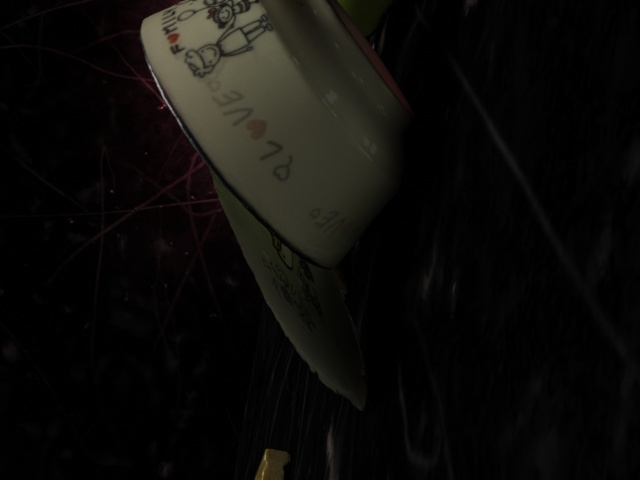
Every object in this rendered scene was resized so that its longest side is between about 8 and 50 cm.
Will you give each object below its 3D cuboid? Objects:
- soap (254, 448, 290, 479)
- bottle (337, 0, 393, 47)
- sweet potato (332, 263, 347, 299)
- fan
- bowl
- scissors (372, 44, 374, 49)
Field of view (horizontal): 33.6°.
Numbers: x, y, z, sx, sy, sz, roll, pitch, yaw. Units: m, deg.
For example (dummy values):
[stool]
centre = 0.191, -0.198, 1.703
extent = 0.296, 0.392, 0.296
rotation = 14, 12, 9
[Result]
[soap]
centre = -0.077, 0.364, 1.416
extent = 0.252, 0.037, 0.092
rotation = 108, 172, -58
[bottle]
centre = 0.037, -0.275, 0.926
extent = 0.260, 0.112, 0.112
rotation = 104, 173, -46
[sweet potato]
centre = -0.001, 0.006, 1.135
extent = 0.233, 0.062, 0.081
rotation = -92, 14, -53
[fan]
centre = -0.029, -0.033, 0.873
extent = 0.233, 0.012, 0.415
rotation = 56, -167, -32
[bowl]
centre = -0.014, -0.107, 0.804
extent = 0.126, 0.238, 0.238
rotation = -35, 17, 11
[scissors]
centre = 0.051, -0.161, 1.126
extent = 0.100, 0.015, 0.189
rotation = 108, 173, -49
